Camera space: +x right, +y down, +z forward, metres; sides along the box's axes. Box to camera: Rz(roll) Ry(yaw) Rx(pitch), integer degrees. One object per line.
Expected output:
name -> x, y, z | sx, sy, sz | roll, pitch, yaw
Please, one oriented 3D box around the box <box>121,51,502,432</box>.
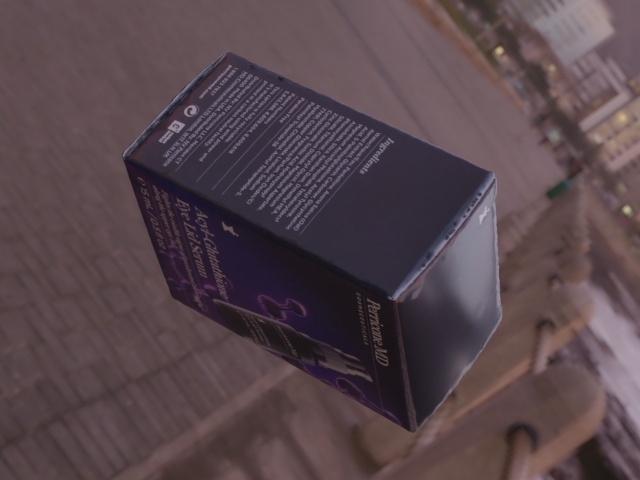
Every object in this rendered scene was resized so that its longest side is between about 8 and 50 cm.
box -> 0.000, 0.000, 0.901 | 0.207, 0.108, 0.153 | 27, -29, 27
